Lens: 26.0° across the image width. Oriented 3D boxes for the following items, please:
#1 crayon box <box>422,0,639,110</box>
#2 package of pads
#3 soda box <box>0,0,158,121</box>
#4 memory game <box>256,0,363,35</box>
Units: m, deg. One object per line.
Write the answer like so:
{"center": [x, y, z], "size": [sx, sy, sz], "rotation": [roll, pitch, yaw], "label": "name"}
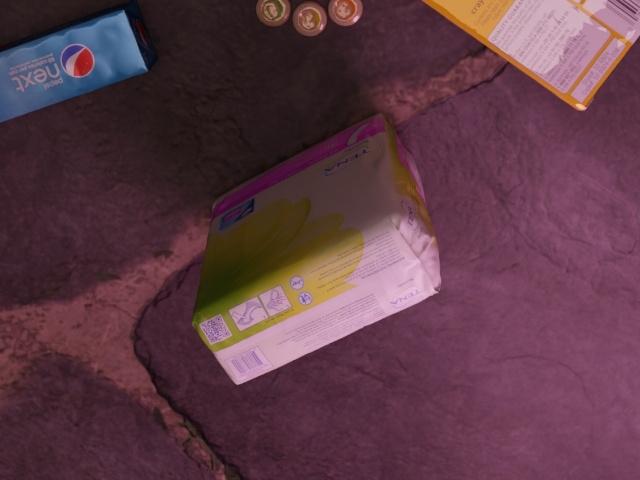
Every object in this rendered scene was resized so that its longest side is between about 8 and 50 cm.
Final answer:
{"center": [0.189, -0.305, 1.376], "size": [0.323, 0.083, 0.203], "rotation": [33, 106, -10], "label": "crayon box"}
{"center": [0.000, 0.000, 1.385], "size": [0.229, 0.296, 0.101], "rotation": [-26, 113, 12], "label": "package of pads"}
{"center": [-0.284, -0.184, 1.464], "size": [0.210, 0.067, 0.071], "rotation": [-17, 107, 10], "label": "soda box"}
{"center": [-0.013, -0.303, 1.434], "size": [0.186, 0.012, 0.186], "rotation": [1, 108, 3], "label": "memory game"}
